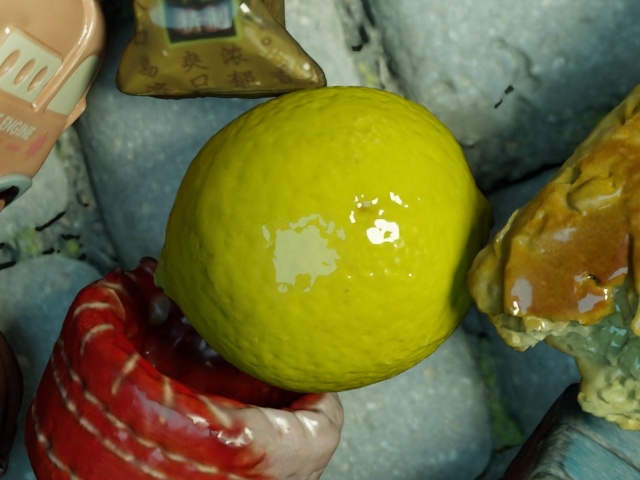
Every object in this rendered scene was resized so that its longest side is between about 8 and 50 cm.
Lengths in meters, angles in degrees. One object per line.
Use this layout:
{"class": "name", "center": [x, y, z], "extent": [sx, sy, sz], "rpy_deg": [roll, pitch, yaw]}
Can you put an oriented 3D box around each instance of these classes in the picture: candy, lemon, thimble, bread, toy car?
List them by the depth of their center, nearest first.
{"class": "bread", "center": [0.247, -0.038, 0.747], "extent": [0.344, 0.195, 0.149], "rpy_deg": [-48, 67, 21]}
{"class": "lemon", "center": [0.000, 0.000, 0.833], "extent": [0.203, 0.178, 0.178], "rpy_deg": [-12, 100, 3]}
{"class": "toy car", "center": [-0.229, -0.126, 0.848], "extent": [0.212, 0.270, 0.180], "rpy_deg": [-42, 83, 3]}
{"class": "candy", "center": [-0.075, -0.217, 0.851], "extent": [0.143, 0.101, 0.271], "rpy_deg": [-4, 95, 9]}
{"class": "thimble", "center": [-0.086, 0.113, 0.898], "extent": [0.189, 0.163, 0.125], "rpy_deg": [31, 113, 15]}

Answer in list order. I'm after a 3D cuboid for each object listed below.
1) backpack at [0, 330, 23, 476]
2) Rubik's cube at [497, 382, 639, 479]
{"class": "backpack", "center": [-0.309, 0.113, 0.987], "extent": [0.229, 0.139, 0.229], "rpy_deg": [-1, 84, 14]}
{"class": "Rubik's cube", "center": [0.166, 0.338, 0.782], "extent": [0.337, 0.344, 0.344], "rpy_deg": [34, 112, 6]}
